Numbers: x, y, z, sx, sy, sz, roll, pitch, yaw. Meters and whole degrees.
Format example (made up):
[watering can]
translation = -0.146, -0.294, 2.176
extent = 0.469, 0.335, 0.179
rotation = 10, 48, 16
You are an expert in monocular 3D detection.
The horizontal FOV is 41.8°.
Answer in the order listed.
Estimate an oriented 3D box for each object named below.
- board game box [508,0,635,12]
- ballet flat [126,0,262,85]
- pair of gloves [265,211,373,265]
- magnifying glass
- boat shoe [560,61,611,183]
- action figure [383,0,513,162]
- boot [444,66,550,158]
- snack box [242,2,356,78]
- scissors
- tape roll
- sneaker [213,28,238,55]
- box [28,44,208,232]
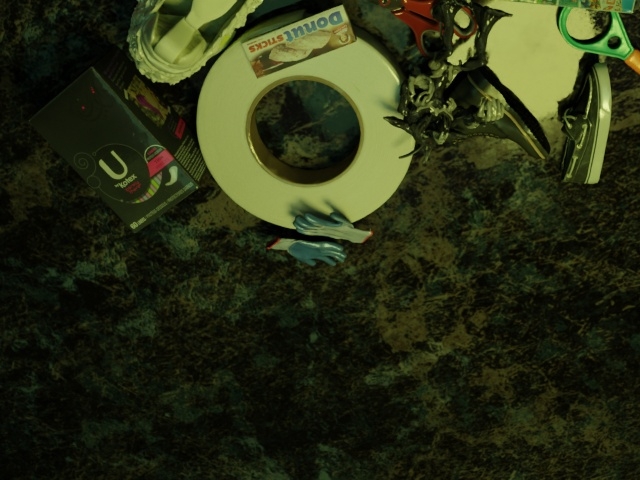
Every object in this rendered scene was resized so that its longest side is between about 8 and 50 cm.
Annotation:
[board game box]
translation = 0.332, -0.473, 1.255
extent = 0.303, 0.097, 0.224
rotation = 5, 114, -2
[ballet flat]
translation = -0.190, -0.346, 1.255
extent = 0.147, 0.147, 0.409
rotation = 41, 135, -15
[pair of gloves]
translation = 0.000, 0.000, 1.553
extent = 0.159, 0.023, 0.198
rotation = 13, 152, -27
[magnifying glass]
translation = 0.491, -0.322, 1.382
extent = 0.231, 0.026, 0.092
rotation = 33, 117, -13
[boat shoe]
translation = 0.448, -0.194, 1.427
extent = 0.070, 0.078, 0.219
rotation = 0, 120, 5
[action figure]
translation = 0.202, -0.243, 1.341
extent = 0.164, 0.141, 0.276
rotation = 9, 110, -17
[boot]
translation = 0.290, -0.190, 1.457
extent = 0.198, 0.077, 0.137
rotation = 47, 119, -4
[snack box]
translation = -0.034, -0.324, 1.361
extent = 0.178, 0.022, 0.064
rotation = -17, 113, 15
[scissors]
translation = 0.123, -0.388, 1.343
extent = 0.297, 0.021, 0.109
rotation = 26, 125, -28
[tape roll]
translation = -0.024, -0.203, 1.479
extent = 0.392, 0.072, 0.392
rotation = 3, 120, 5
[sneaker]
translation = -0.156, -0.460, 1.310
extent = 0.145, 0.147, 0.385
rotation = 20, 121, -6
[box]
translation = -0.345, -0.178, 1.486
extent = 0.165, 0.143, 0.270
rotation = -34, 109, 21
